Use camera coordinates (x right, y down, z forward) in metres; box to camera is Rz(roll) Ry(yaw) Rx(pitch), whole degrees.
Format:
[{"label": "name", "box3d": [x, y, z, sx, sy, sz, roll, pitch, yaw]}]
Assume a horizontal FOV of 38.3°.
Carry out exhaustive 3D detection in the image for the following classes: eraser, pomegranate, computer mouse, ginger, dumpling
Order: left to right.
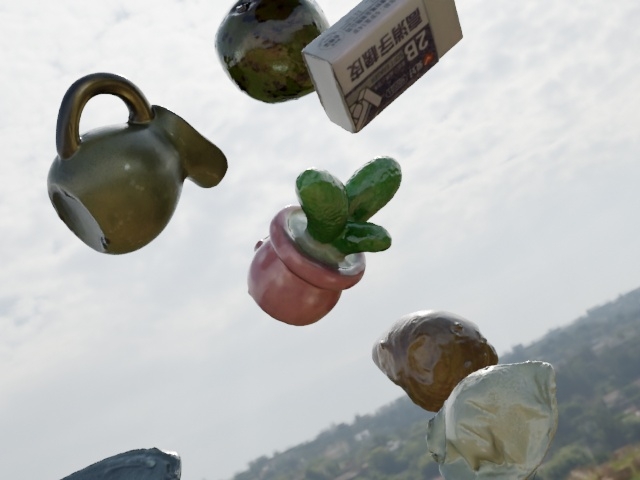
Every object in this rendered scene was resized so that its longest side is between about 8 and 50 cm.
[{"label": "computer mouse", "box3d": [-0.324, 0.414, 1.295, 0.374, 0.114, 0.203, -24, 33, 20]}, {"label": "pomegranate", "box3d": [-0.048, -0.342, 1.682, 0.286, 0.231, 0.231, 20, -36, -25]}, {"label": "eraser", "box3d": [0.084, -0.248, 1.173, 0.210, 0.068, 0.124, -43, -43, -16]}, {"label": "ginger", "box3d": [0.240, 0.242, 2.014, 0.200, 0.269, 0.223, 0, -54, -38]}, {"label": "dumpling", "box3d": [0.214, 0.230, 1.116, 0.111, 0.155, 0.181, 4, -33, -17]}]

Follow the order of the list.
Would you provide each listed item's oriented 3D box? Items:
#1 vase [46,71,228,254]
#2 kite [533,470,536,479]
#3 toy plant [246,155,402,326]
[{"label": "vase", "box3d": [-0.367, -0.163, 1.736, 0.241, 0.329, 0.302, 12, 46, 47]}, {"label": "kite", "box3d": [0.370, 0.571, 1.823, 0.285, 0.015, 0.152, -66, -30, -11]}, {"label": "toy plant", "box3d": [-0.005, 0.001, 1.765, 0.317, 0.210, 0.356, -15, -28, -52]}]
